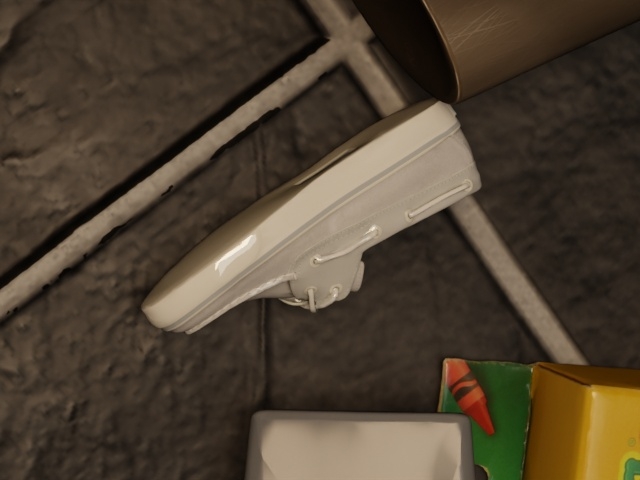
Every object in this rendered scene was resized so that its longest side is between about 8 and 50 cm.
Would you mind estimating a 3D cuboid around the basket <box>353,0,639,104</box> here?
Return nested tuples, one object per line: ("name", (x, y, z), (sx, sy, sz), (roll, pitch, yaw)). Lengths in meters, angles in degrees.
("basket", (0.119, -0.180, 0.738), (0.227, 0.154, 0.204), (-33, 85, -6))

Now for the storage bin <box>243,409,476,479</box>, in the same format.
("storage bin", (0.019, 0.127, 0.752), (0.135, 0.098, 0.091), (0, 84, 5))

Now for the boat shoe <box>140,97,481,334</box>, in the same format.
("boat shoe", (0.000, 0.000, 0.766), (0.184, 0.066, 0.063), (-36, 102, -20))

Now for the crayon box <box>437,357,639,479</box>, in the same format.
("crayon box", (0.212, 0.176, 0.825), (0.319, 0.081, 0.202), (5, 93, -15))
